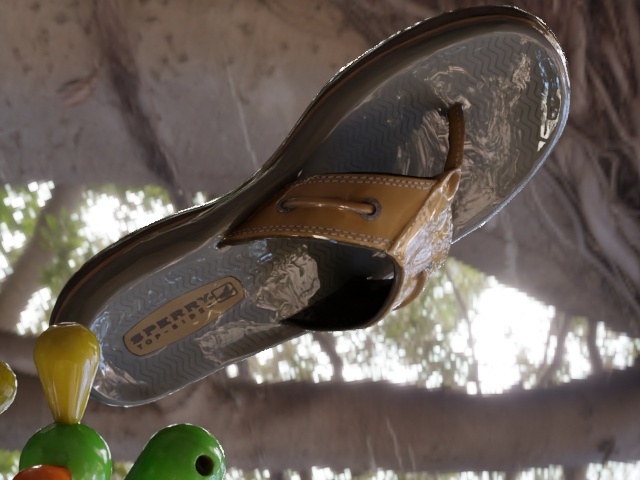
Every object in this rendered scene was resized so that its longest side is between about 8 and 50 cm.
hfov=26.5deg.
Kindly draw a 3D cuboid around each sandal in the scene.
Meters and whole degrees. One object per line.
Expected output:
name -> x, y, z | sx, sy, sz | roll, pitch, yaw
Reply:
sandal -> 0.000, 0.000, 0.493 | 0.219, 0.090, 0.060 | -30, -142, 2

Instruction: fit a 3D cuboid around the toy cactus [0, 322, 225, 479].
toy cactus -> -0.101, 0.130, 0.461 | 0.180, 0.219, 0.112 | -37, -161, 11
